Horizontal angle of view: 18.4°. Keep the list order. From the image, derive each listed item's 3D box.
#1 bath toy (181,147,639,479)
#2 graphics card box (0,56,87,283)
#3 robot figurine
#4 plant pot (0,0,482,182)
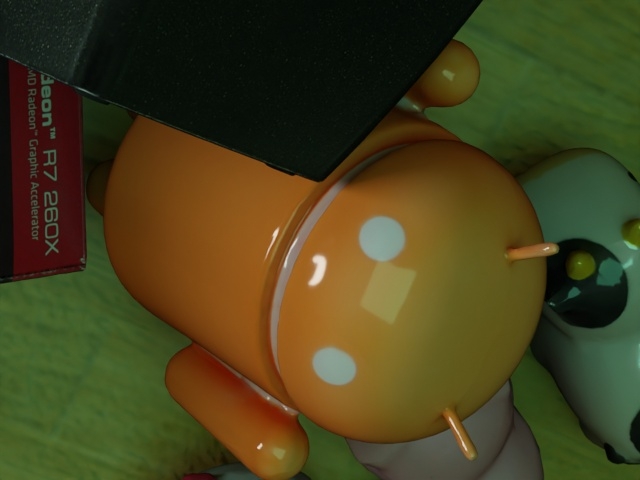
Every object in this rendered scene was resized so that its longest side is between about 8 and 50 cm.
[{"bbox_3d":[0.069,0.074,0.866,0.348,0.129,0.151,-33,96,-3],"label":"bath toy"},{"bbox_3d":[-0.259,-0.080,0.705,0.371,0.094,0.233,-9,106,-36],"label":"graphics card box"},{"bbox_3d":[0.000,-0.002,0.790,0.158,0.219,0.128,-39,136,-21],"label":"robot figurine"},{"bbox_3d":[-0.047,-0.127,0.700,0.188,0.187,0.167,21,93,-50],"label":"plant pot"}]
